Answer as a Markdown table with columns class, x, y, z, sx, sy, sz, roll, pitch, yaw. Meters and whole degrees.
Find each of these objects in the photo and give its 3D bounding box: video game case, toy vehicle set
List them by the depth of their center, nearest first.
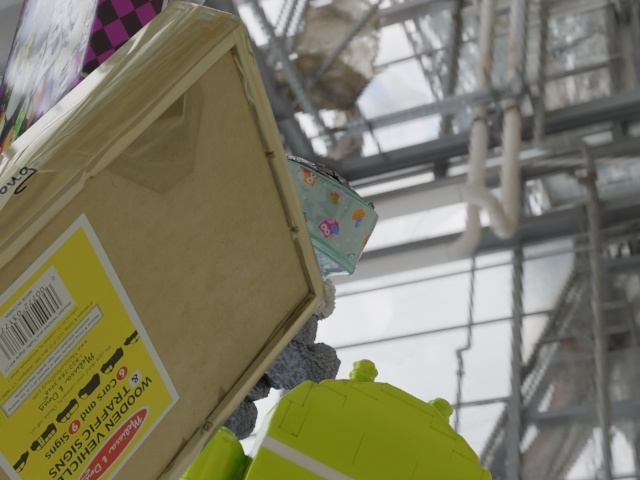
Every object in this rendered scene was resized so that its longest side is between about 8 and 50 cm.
| class | x | y | z | sx | sy | sz | roll | pitch | yaw |
| --- | --- | --- | --- | --- | --- | --- | --- | --- | --- |
| toy vehicle set | -0.101 | 0.053 | 0.415 | 0.267 | 0.035 | 0.166 | -49 | -36 | -29 |
| video game case | -0.142 | -0.133 | 0.655 | 0.041 | 0.210 | 0.232 | 20 | -121 | -25 |

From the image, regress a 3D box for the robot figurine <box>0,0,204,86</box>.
| class | x | y | z | sx | sy | sz | roll | pitch | yaw |
| --- | --- | --- | --- | --- | --- | --- | --- | --- | --- |
| robot figurine | -0.313 | -0.281 | 1.251 | 0.300 | 0.353 | 0.200 | 24 | -128 | -76 |

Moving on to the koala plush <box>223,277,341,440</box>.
| class | x | y | z | sx | sy | sz | roll | pitch | yaw |
| --- | --- | --- | --- | --- | --- | --- | --- | --- | --- |
| koala plush | -0.069 | 0.122 | 1.492 | 0.203 | 0.196 | 0.221 | 58 | -156 | 2 |

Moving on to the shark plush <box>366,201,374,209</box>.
| class | x | y | z | sx | sy | sz | roll | pitch | yaw |
| --- | --- | --- | --- | --- | --- | --- | --- | --- | --- |
| shark plush | 0.000 | 0.000 | 1.396 | 0.067 | 0.161 | 0.073 | -78 | -32 | -61 |

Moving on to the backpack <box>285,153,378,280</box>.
| class | x | y | z | sx | sy | sz | roll | pitch | yaw |
| --- | --- | --- | --- | --- | --- | --- | --- | --- | --- |
| backpack | -0.031 | -0.017 | 1.215 | 0.166 | 0.188 | 0.144 | 32 | -107 | -17 |

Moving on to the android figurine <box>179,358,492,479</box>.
| class | x | y | z | sx | sy | sz | roll | pitch | yaw |
| --- | --- | --- | --- | --- | --- | --- | --- | --- | --- |
| android figurine | 0.014 | 0.206 | 0.727 | 0.273 | 0.248 | 0.056 | -67 | 6 | -31 |
